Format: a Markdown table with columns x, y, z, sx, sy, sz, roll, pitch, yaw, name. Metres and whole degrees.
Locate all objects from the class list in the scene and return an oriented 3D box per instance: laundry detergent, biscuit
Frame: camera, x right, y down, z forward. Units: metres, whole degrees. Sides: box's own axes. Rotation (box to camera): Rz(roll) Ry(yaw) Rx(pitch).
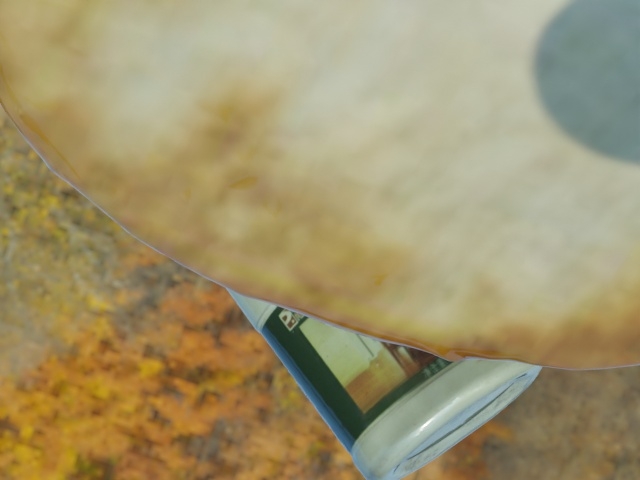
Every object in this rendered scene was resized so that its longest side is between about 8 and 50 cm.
| x | y | z | sx | sy | sz | roll | pitch | yaw | name |
| --- | --- | --- | --- | --- | --- | --- | --- | --- | --- |
| 0.000 | 0.000 | 0.756 | 0.225 | 0.099 | 0.070 | 53 | 178 | 21 | laundry detergent |
| 0.045 | -0.040 | 0.431 | 0.309 | 0.040 | 0.204 | 15 | 140 | -12 | biscuit |
